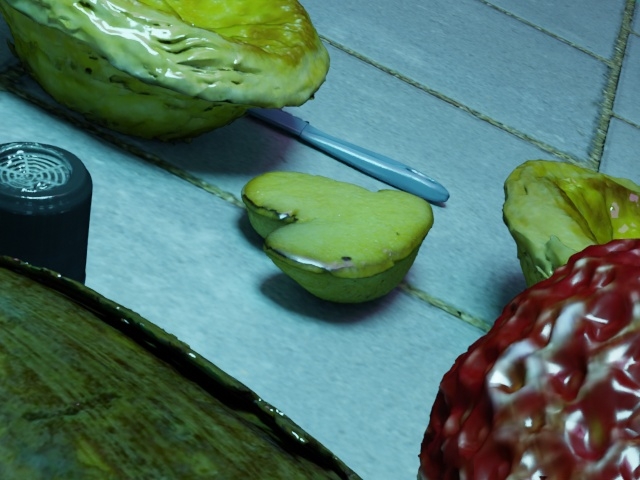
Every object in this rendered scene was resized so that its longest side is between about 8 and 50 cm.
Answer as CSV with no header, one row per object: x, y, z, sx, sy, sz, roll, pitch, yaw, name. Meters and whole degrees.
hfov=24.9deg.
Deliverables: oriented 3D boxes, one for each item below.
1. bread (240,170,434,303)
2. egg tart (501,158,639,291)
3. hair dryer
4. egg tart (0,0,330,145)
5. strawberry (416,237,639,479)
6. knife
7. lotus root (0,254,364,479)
0.000,0.000,1.101,0.149,0.065,0.188,20,26,15,bread
0.273,0.066,1.133,0.341,0.129,0.341,21,23,-10,egg tart
-0.231,0.023,0.791,0.219,0.124,0.071,-13,38,-29,hair dryer
-0.155,-0.182,1.227,0.341,0.132,0.341,22,25,-10,egg tart
0.187,0.156,0.697,0.292,0.291,0.310,19,18,-13,strawberry
-0.023,-0.107,1.339,0.313,0.019,0.044,25,26,2,knife
-0.092,0.142,0.596,0.397,0.179,0.196,31,41,23,lotus root
